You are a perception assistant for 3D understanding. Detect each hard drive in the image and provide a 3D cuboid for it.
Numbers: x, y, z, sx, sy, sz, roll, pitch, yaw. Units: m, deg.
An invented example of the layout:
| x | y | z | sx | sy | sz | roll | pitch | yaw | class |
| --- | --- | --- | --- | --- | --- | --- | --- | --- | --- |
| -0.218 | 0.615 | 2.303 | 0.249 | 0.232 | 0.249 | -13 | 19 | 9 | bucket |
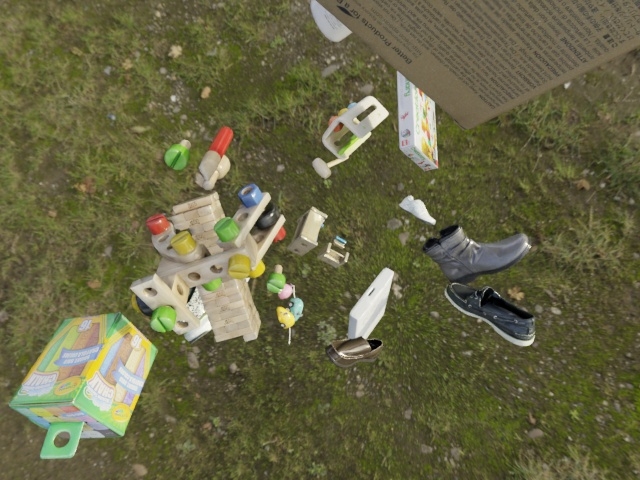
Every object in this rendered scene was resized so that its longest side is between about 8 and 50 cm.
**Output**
| x | y | z | sx | sy | sz | roll | pitch | yaw | class |
| --- | --- | --- | --- | --- | --- | --- | --- | --- | --- |
| 0.187 | 0.280 | 1.561 | 0.047 | 0.353 | 0.233 | 31 | 63 | 21 | hard drive |

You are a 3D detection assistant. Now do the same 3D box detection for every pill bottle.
| x | y | z | sx | sy | sz | roll | pitch | yaw | class |
| --- | --- | --- | --- | --- | --- | --- | --- | --- | --- |
| 0.098 | -0.629 | 1.035 | 0.229 | 0.131 | 0.131 | -19 | 75 | 36 | pill bottle |

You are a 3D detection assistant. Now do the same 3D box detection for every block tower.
| x | y | z | sx | sy | sz | roll | pitch | yaw | class |
| --- | --- | --- | --- | --- | --- | --- | --- | --- | --- |
| -0.232 | 0.069 | 0.915 | 0.097 | 0.091 | 0.335 | -16 | 104 | 4 | block tower |

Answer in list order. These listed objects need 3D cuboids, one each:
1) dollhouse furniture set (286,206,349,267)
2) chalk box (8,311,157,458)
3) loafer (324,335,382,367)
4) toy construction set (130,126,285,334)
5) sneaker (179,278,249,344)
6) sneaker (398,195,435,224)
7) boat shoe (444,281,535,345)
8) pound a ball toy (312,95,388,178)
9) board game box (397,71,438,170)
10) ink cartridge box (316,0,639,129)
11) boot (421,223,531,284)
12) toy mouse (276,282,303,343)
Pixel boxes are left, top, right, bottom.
| x | y | z | sx | sy | sz | roll | pitch | yaw | class |
| --- | --- | --- | --- | --- | --- | --- | --- | --- | --- |
| 0.000 | 0.000 | 1.425 | 0.184 | 0.129 | 0.129 | 29 | 59 | -17 | dollhouse furniture set |
| -0.399 | 0.249 | 0.683 | 0.132 | 0.132 | 0.213 | -9 | 42 | 13 | chalk box |
| 0.102 | 0.313 | 1.190 | 0.080 | 0.220 | 0.078 | 50 | 117 | 36 | loafer |
| -0.187 | 0.007 | 0.647 | 0.258 | 0.308 | 0.237 | 5 | 37 | -2 | toy construction set |
| -0.392 | 0.159 | 1.447 | 0.158 | 0.410 | 0.182 | -28 | 113 | 41 | sneaker |
| 0.344 | -0.108 | 1.409 | 0.152 | 0.054 | 0.061 | 41 | 96 | 34 | sneaker |
| 0.580 | 0.218 | 1.393 | 0.127 | 0.113 | 0.340 | -17 | 35 | -25 | boat shoe |
| 0.088 | -0.388 | 1.472 | 0.136 | 0.208 | 0.319 | 44 | 45 | -2 | pound a ball toy |
| 0.297 | -0.389 | 1.236 | 0.053 | 0.193 | 0.305 | -8 | 75 | 34 | board game box |
| 0.111 | -0.212 | 0.299 | 0.235 | 0.193 | 0.088 | 32 | 73 | -19 | ink cartridge box |
| 0.560 | 0.023 | 1.474 | 0.338 | 0.118 | 0.222 | -35 | 107 | 27 | boot |
| -0.075 | 0.156 | 1.042 | 0.031 | 0.143 | 0.161 | -11 | 114 | 20 | toy mouse |
